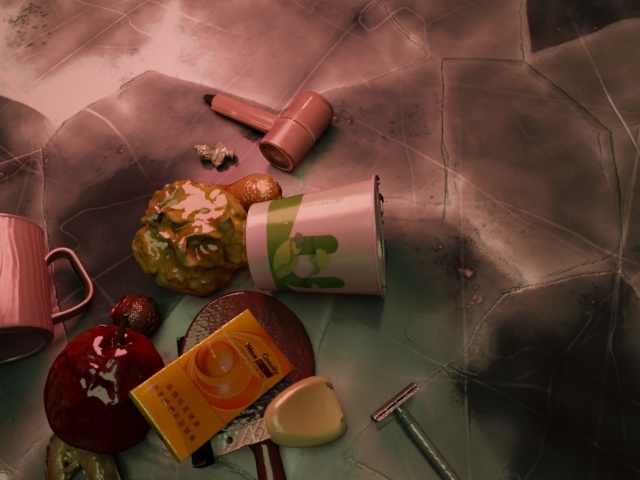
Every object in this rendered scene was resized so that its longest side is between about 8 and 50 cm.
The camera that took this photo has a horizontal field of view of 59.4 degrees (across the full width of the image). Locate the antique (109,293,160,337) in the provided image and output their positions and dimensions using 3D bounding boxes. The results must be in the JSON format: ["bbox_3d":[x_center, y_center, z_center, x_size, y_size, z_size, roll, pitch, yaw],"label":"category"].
[{"bbox_3d":[-0.384,0.163,1.179,0.104,0.104,0.103,-1,65,3],"label":"antique"}]

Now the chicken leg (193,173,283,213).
[{"bbox_3d":[-0.200,-0.104,1.300,0.252,0.087,0.107,4,54,12],"label":"chicken leg"}]

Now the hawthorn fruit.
[{"bbox_3d":[-0.395,0.250,1.066,0.230,0.210,0.265,26,103,29],"label":"hawthorn fruit"}]

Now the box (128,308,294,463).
[{"bbox_3d":[-0.194,0.259,1.036,0.269,0.043,0.152,-33,82,-35],"label":"box"}]

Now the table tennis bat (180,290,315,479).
[{"bbox_3d":[-0.131,0.295,1.109,0.268,0.051,0.414,-10,69,-15],"label":"table tennis bat"}]

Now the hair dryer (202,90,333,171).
[{"bbox_3d":[-0.153,-0.318,1.394,0.345,0.106,0.189,27,69,21],"label":"hair dryer"}]

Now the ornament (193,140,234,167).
[{"bbox_3d":[-0.257,-0.214,1.377,0.092,0.041,0.068,-20,71,-16],"label":"ornament"}]

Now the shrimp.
[{"bbox_3d":[-0.452,0.452,1.073,0.133,0.053,0.236,-37,65,-15],"label":"shrimp"}]

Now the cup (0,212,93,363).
[{"bbox_3d":[-0.661,0.105,1.189,0.208,0.288,0.273,-34,63,27],"label":"cup"}]

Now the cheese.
[{"bbox_3d":[-0.078,0.342,1.043,0.252,0.054,0.127,-13,69,-25],"label":"cheese"}]

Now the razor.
[{"bbox_3d":[0.208,0.393,1.059,0.106,0.068,0.232,-36,73,-12],"label":"razor"}]

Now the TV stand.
[{"bbox_3d":[-0.251,0.318,1.125,0.040,0.049,0.256,-12,65,-3],"label":"TV stand"}]

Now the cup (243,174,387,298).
[{"bbox_3d":[0.000,0.000,1.162,0.274,0.253,0.252,-3,65,10],"label":"cup"}]

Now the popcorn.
[{"bbox_3d":[-0.267,-0.009,1.183,0.250,0.225,0.249,-3,55,5],"label":"popcorn"}]
